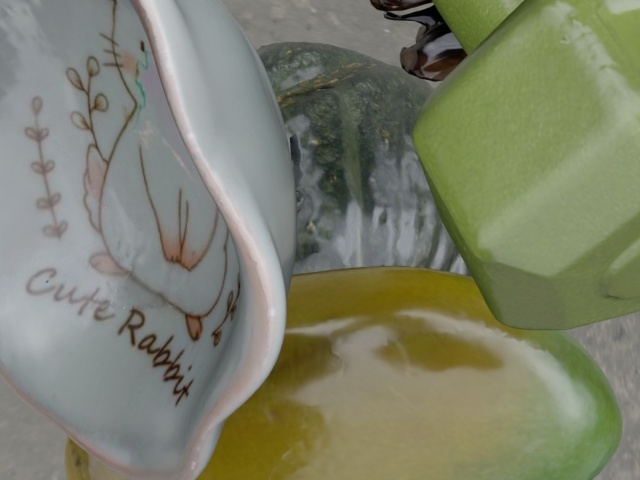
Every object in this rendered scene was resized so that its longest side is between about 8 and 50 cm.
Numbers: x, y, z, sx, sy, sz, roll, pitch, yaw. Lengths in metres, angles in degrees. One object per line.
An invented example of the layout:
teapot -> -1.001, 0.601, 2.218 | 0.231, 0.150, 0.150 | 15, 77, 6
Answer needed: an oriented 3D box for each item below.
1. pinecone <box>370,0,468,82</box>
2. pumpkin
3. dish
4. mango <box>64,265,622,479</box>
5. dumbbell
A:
pinecone -> 0.144, -0.187, 0.765 | 0.242, 0.298, 0.296 | 4, 115, -7
pumpkin -> 0.000, 0.000, 1.094 | 0.327, 0.257, 0.291 | 22, 142, -27
dish -> -0.069, -0.032, 0.468 | 0.229, 0.081, 0.229 | 30, 134, 37
mango -> 0.005, 0.088, 0.618 | 0.251, 0.114, 0.156 | -14, 106, 19
dumbbell -> 0.045, -0.114, 0.464 | 0.121, 0.108, 0.302 | -13, 60, -24
